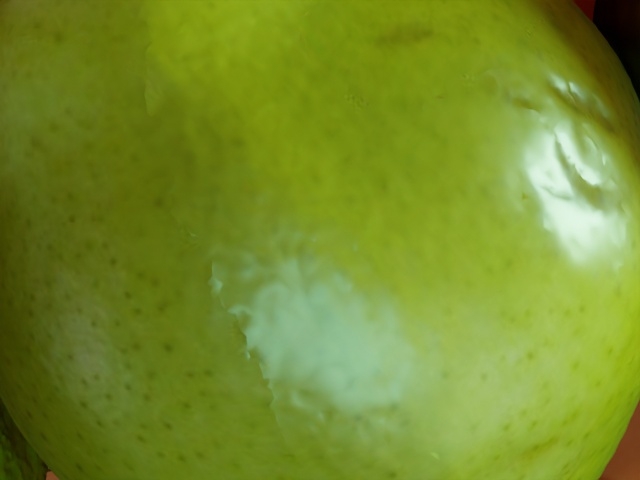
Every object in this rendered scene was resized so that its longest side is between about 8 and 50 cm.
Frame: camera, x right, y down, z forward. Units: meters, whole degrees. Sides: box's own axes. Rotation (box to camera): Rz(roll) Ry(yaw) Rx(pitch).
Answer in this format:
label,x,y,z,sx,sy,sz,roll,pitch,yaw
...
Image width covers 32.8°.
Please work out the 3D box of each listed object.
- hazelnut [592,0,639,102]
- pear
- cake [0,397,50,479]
label,x,y,z,sx,sy,sz,roll,pitch,yaw
hazelnut,0.322,-0.139,0.591,0.365,0.366,0.366,-6,121,-10
pear,0.000,0.000,0.581,0.362,0.362,0.418,-33,113,7
cake,-0.310,0.148,0.691,0.260,0.179,0.156,-19,121,1
